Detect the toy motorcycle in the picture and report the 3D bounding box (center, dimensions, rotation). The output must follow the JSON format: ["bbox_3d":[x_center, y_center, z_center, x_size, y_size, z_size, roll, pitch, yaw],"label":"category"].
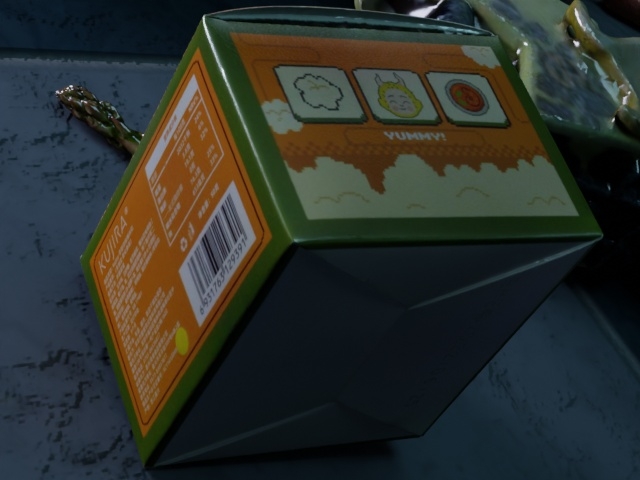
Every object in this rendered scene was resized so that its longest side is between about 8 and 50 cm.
[{"bbox_3d":[0.171,-0.087,1.049,0.410,0.169,0.237,21,43,-28],"label":"toy motorcycle"}]

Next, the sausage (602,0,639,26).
[{"bbox_3d":[0.379,-0.198,1.458,0.253,0.034,0.034,25,36,-15],"label":"sausage"}]

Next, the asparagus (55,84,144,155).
[{"bbox_3d":[-0.064,-0.015,0.885,0.248,0.025,0.024,42,78,8],"label":"asparagus"}]

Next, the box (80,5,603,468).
[{"bbox_3d":[0.000,0.000,0.750,0.178,0.195,0.148,-2,54,-32],"label":"box"}]
